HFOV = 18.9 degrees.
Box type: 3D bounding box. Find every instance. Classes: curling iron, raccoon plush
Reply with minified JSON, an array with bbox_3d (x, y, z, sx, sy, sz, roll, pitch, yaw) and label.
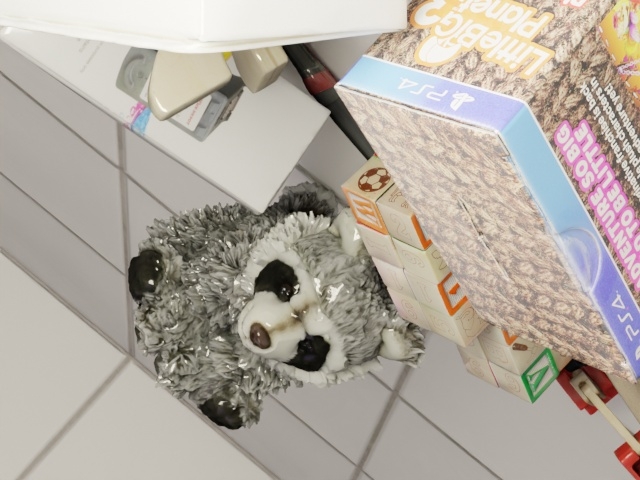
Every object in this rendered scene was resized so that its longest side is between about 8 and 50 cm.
[{"bbox_3d":[-0.001,-0.157,1.924,0.274,0.035,0.068,47,166,-14],"label":"curling iron"},{"bbox_3d":[0.000,0.000,1.958,0.299,0.446,0.216,-18,119,31],"label":"raccoon plush"}]

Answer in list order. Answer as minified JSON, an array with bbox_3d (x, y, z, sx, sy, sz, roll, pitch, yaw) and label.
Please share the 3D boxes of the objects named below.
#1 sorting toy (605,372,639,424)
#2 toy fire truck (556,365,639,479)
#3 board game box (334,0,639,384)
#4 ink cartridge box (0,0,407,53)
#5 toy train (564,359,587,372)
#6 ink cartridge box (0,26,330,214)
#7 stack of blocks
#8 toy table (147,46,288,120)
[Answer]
[{"bbox_3d":[0.367,0.154,1.836,0.347,0.047,0.196,56,158,2],"label":"sorting toy"},{"bbox_3d":[0.274,0.151,1.971,0.192,0.047,0.135,47,-173,-17],"label":"toy fire truck"},{"bbox_3d":[0.191,-0.104,1.209,0.141,0.291,0.232,22,154,46],"label":"board game box"},{"bbox_3d":[-0.086,-0.319,1.163,0.279,0.160,0.384,16,109,53],"label":"ink cartridge box"},{"bbox_3d":[0.269,0.100,1.853,0.027,0.036,0.158,55,158,5],"label":"toy train"},{"bbox_3d":[-0.167,-0.171,1.876,0.306,0.131,0.226,33,180,-18],"label":"ink cartridge box"},{"bbox_3d":[0.149,0.012,1.741,0.087,0.171,0.297,25,152,42],"label":"stack of blocks"},{"bbox_3d":[-0.069,-0.227,1.593,0.161,0.252,0.274,57,176,5],"label":"toy table"}]
